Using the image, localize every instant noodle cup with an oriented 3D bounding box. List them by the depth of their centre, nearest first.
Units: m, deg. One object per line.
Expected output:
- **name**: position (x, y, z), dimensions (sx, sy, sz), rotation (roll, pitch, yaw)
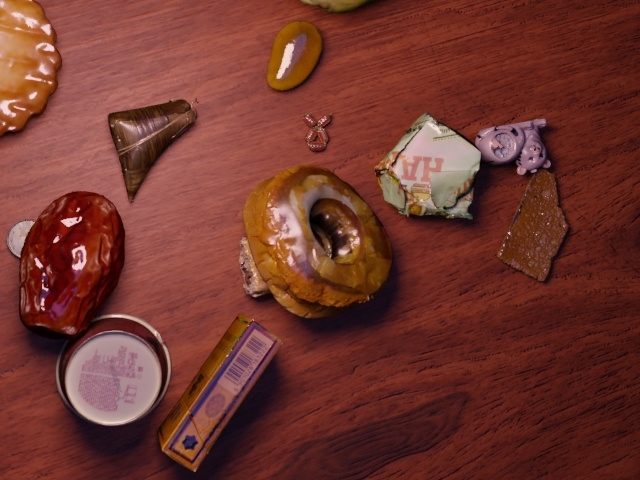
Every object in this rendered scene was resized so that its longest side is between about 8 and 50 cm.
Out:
- **instant noodle cup**: position (-0.405, 0.259, 1.754), dimensions (0.235, 0.178, 0.235), rotation (1, 86, -12)

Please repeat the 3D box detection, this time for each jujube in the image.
- **jujube**: position (-0.479, 0.046, 1.732), dimensions (0.197, 0.197, 0.290), rotation (17, 68, -12)

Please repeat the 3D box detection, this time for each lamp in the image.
- **lamp**: position (-0.006, -0.233, 1.936), dimensions (0.063, 0.031, 0.083), rotation (-3, 93, -12)

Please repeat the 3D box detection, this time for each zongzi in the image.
- **zongzi**: position (-0.327, -0.190, 1.841), dimensions (0.187, 0.084, 0.184), rotation (-16, 106, -17)

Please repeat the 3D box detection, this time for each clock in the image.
- **clock**: position (-0.586, -0.002, 1.800), dimensions (0.085, 0.017, 0.085), rotation (0, 89, -13)
- **clock**: position (0.430, -0.202, 2.010), dimensions (0.176, 0.080, 0.117), rotation (-10, 92, -15)

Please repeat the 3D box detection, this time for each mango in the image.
- **mango**: position (-0.059, -0.389, 1.904), dimensions (0.103, 0.076, 0.161), rotation (29, 86, -15)

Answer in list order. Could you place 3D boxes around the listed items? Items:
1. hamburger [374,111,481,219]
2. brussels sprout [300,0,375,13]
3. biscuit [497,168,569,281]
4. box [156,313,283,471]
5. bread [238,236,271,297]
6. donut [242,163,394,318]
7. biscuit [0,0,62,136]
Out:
- **hamburger**: position (0.245, -0.135, 1.945), dimensions (0.235, 0.125, 0.214), rotation (37, 87, -6)
- **brussels sprout**: position (0.024, -0.613, 1.840), dimensions (0.344, 0.344, 0.268), rotation (1, 123, -13)
- **biscuit**: position (0.501, -0.037, 2.050), dimensions (0.131, 0.026, 0.237), rotation (27, 82, -13)
- **box**: position (-0.205, 0.295, 1.791), dimensions (0.084, 0.193, 0.301), rotation (36, 81, -9)
- **bread**: position (-0.116, 0.053, 1.879), dimensions (0.106, 0.082, 0.125), rotation (-7, 79, -27)
- **donut**: position (0.000, 0.000, 1.825), dimensions (0.330, 0.160, 0.330), rotation (9, 71, -28)
- **biscuit**: position (-0.671, -0.351, 1.746), dimensions (0.326, 0.107, 0.325), rotation (0, 90, -16)
